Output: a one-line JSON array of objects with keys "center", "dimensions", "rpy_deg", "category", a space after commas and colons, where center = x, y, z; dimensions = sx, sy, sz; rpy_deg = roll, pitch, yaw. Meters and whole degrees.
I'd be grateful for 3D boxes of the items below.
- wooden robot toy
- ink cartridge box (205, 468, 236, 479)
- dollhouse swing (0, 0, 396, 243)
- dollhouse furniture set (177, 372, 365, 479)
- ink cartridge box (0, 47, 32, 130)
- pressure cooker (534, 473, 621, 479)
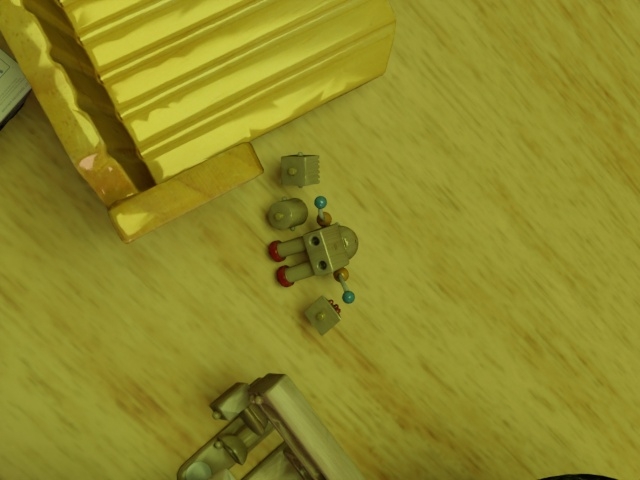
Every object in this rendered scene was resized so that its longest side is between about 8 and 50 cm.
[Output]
[{"center": [0.000, 0.000, 0.960], "dimensions": [0.079, 0.076, 0.173], "rpy_deg": [-20, 95, -58], "category": "wooden robot toy"}, {"center": [-0.129, 0.298, 0.830], "dimensions": [0.198, 0.067, 0.115], "rpy_deg": [-34, 99, 5], "category": "ink cartridge box"}, {"center": [-0.095, -0.226, 0.815], "dimensions": [0.305, 0.315, 0.347], "rpy_deg": [-27, 96, -2], "category": "dollhouse swing"}, {"center": [-0.058, 0.207, 0.860], "dimensions": [0.123, 0.151, 0.144], "rpy_deg": [-39, 99, -20], "category": "dollhouse furniture set"}, {"center": [-0.317, -0.059, 0.799], "dimensions": [0.046, 0.097, 0.207], "rpy_deg": [41, 71, -15], "category": "ink cartridge box"}, {"center": [0.205, 0.410, 0.841], "dimensions": [0.375, 0.370, 0.420], "rpy_deg": [21, 76, 4], "category": "pressure cooker"}]
